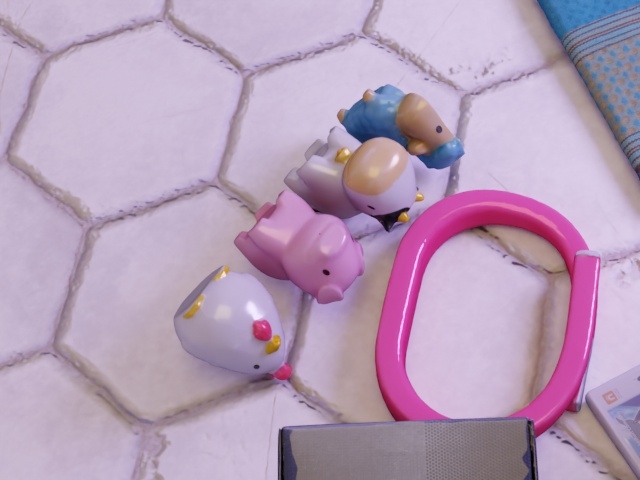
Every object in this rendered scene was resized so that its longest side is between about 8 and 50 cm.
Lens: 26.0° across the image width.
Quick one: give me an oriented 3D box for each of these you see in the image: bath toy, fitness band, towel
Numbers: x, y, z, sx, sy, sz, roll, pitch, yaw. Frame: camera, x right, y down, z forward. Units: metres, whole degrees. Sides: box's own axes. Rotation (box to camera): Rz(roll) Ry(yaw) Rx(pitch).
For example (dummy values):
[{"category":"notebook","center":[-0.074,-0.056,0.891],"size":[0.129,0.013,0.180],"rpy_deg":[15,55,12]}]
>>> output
[{"category":"bath toy","center":[0.000,0.000,1.399],"size":[0.129,0.151,0.348],"rpy_deg":[43,69,-10]},{"category":"fitness band","center":[0.165,0.076,1.366],"size":[0.209,0.054,0.291],"rpy_deg":[7,59,13]},{"category":"towel","center":[0.410,-0.222,1.522],"size":[0.271,0.040,0.370],"rpy_deg":[-20,60,-3]}]

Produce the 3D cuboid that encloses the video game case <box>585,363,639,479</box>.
[{"category":"video game case","center":[0.378,0.182,1.289],"size":[0.183,0.023,0.201],"rpy_deg":[-27,59,-8]}]

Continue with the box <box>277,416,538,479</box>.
[{"category":"box","center":[0.080,0.254,1.238],"size":[0.233,0.059,0.183],"rpy_deg":[-2,76,6]}]
